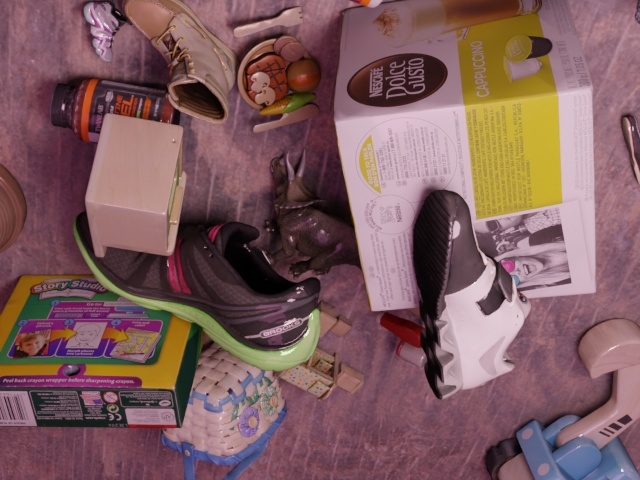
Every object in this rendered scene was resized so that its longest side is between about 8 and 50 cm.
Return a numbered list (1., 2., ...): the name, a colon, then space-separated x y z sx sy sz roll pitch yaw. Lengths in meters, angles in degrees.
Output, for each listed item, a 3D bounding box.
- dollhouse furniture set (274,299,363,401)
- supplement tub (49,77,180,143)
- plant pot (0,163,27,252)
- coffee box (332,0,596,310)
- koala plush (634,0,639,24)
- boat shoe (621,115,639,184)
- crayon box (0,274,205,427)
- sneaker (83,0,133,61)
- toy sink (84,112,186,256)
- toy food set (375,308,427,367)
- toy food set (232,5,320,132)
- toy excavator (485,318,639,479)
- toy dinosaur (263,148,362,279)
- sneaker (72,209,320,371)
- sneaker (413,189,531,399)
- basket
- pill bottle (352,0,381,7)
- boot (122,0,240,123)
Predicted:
1. dollhouse furniture set: 0.032 0.232 1.872 0.182 0.101 0.161 30 124 -17
2. supplement tub: -0.330 -0.203 1.566 0.198 0.106 0.106 8 127 -2
3. plant pot: -0.651 -0.045 1.710 0.237 0.109 0.237 3 127 3
4. coffee box: 0.210 -0.141 1.425 0.334 0.337 0.338 -6 128 10
5. koala plush: 0.481 -0.353 1.206 0.203 0.221 0.196 -42 118 16
6. boat shoe: 0.522 -0.150 1.577 0.043 0.049 0.137 -19 126 14
7. crayon box: -0.402 0.190 1.741 0.363 0.313 0.106 0 124 5
8. sneaker: -0.323 -0.327 1.512 0.069 0.038 0.098 -6 127 10
9. toy sink: -0.285 -0.071 1.534 0.131 0.152 0.234 10 156 -5
10. toy food set: 0.168 0.140 1.799 0.104 0.111 0.232 26 144 24
11. toy food set: -0.064 -0.257 1.521 0.132 0.038 0.192 -19 127 -10
12. toy excavator: 0.538 0.406 1.931 0.445 0.222 0.433 -39 116 13
13. toy dinosaur: 0.000 0.000 1.689 0.313 0.121 0.160 41 133 -19
14. sneaker: -0.201 0.039 1.656 0.483 0.185 0.202 24 109 14
15. sneaker: 0.209 0.063 1.311 0.146 0.122 0.330 -13 128 -7
16. basket: -0.188 0.361 1.889 0.201 0.255 0.289 17 125 24
17. pill bottle: -0.004 -0.419 1.365 0.221 0.121 0.121 17 127 -9
18. boot: -0.215 -0.278 1.461 0.213 0.165 0.077 37 121 -24
